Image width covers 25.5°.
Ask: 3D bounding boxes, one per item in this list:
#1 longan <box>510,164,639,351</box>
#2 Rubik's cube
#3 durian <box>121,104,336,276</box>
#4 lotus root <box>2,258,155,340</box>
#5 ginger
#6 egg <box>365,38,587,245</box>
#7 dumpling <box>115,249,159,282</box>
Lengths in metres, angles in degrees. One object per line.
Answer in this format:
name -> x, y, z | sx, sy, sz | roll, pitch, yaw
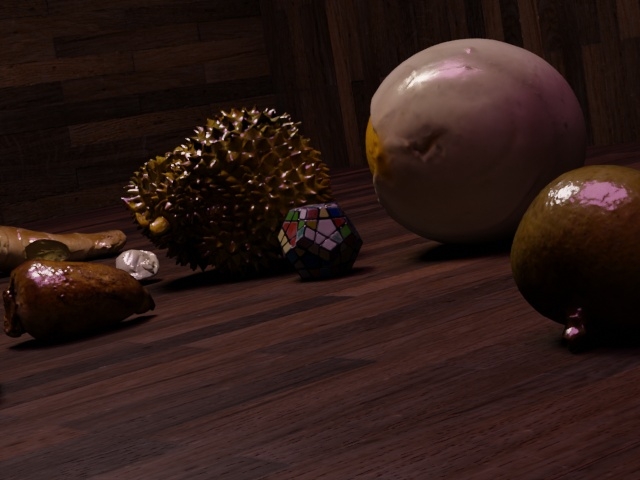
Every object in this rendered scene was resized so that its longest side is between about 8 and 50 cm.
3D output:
longan -> 0.234, 0.018, 1.183 | 0.176, 0.145, 0.155 | -57, 4, -26
Rubik's cube -> 0.000, 0.000, 1.849 | 0.111, 0.111, 0.093 | -10, -22, -14
durian -> -0.128, -0.063, 2.014 | 0.293, 0.258, 0.258 | -20, 7, -3
lotus root -> -0.280, 0.065, 1.672 | 0.191, 0.094, 0.108 | -7, 39, -29
ginger -> -0.493, 0.013, 2.549 | 0.295, 0.086, 0.131 | -2, -6, -22
egg -> 0.218, -0.134, 1.919 | 0.283, 0.283, 0.345 | -5, 5, 32
dumpling -> -0.269, 0.037, 2.072 | 0.057, 0.052, 0.076 | -18, -7, 16
